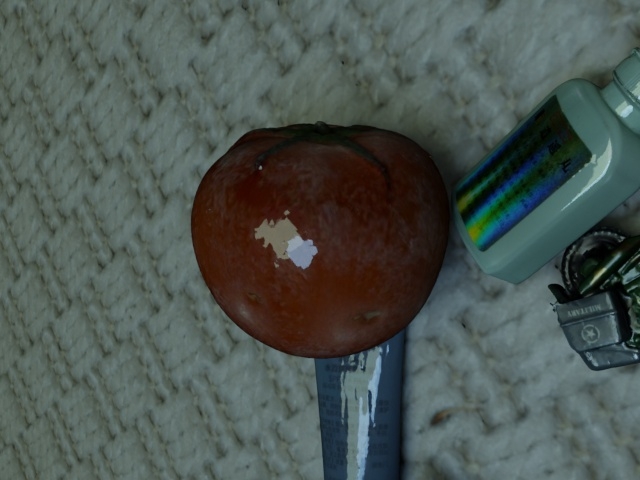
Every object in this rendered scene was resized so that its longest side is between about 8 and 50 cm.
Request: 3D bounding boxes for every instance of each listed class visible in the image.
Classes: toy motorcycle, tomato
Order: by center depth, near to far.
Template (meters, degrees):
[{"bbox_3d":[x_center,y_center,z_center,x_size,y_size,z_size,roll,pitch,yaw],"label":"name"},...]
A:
[{"bbox_3d":[0.326,0.047,0.583,0.275,0.125,0.187,-23,73,41],"label":"toy motorcycle"},{"bbox_3d":[0.000,0.000,0.742,0.265,0.265,0.264,7,102,38],"label":"tomato"}]

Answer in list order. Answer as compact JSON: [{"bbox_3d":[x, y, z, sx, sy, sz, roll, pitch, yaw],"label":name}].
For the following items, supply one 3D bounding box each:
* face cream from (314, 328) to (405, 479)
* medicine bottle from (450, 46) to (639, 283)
[{"bbox_3d":[0.048,0.243,0.860,0.136,0.086,0.385,-1,92,29],"label":"face cream"},{"bbox_3d":[0.224,-0.071,0.653,0.229,0.083,0.121,-48,37,34],"label":"medicine bottle"}]
